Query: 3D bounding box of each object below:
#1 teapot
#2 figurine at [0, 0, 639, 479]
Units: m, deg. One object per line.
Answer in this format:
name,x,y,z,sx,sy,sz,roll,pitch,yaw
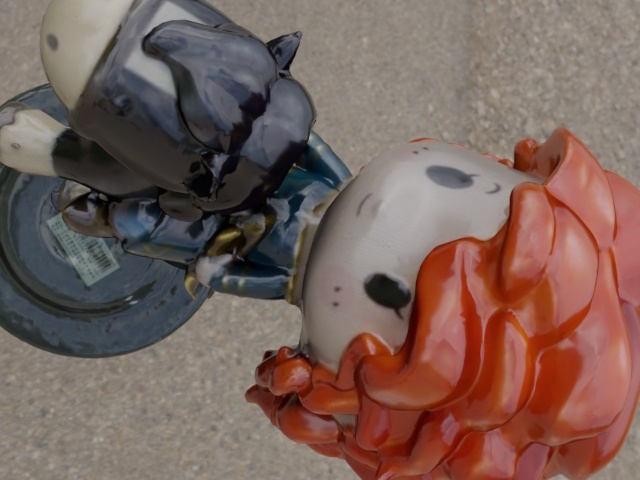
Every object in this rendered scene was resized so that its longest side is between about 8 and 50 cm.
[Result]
teapot,-0.239,-0.022,0.846,0.239,0.321,0.240,-108,-172,-82
figurine,-0.007,-0.008,0.541,0.411,0.306,0.241,36,57,-4
